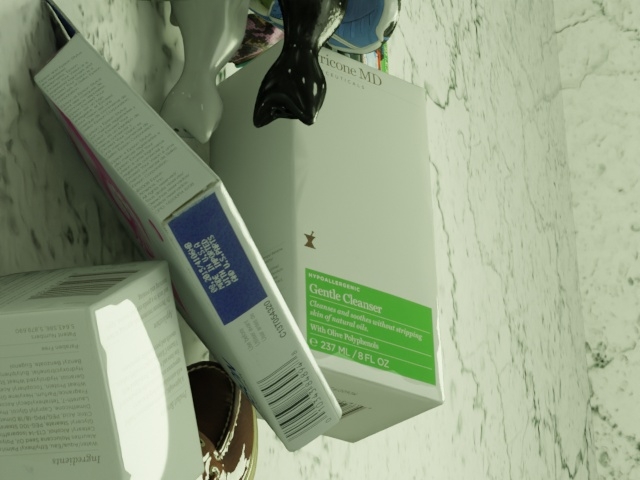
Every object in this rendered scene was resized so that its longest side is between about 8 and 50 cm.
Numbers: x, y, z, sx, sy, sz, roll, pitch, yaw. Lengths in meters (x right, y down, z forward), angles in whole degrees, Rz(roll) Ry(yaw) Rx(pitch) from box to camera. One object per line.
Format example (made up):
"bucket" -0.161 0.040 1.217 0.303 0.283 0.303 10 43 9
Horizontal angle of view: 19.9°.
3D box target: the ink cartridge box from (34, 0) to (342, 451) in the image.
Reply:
"ink cartridge box" -0.132 -0.013 1.595 0.330 0.071 0.324 45 -13 43

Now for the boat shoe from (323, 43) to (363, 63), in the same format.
"boat shoe" 0.017 -0.310 2.176 0.121 0.119 0.335 42 46 -63

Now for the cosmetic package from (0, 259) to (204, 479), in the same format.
"cosmetic package" -0.197 0.124 1.419 0.151 0.151 0.183 -34 117 -68

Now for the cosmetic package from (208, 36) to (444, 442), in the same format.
"cosmetic package" 0.000 0.000 1.860 0.197 0.155 0.365 17 59 -35

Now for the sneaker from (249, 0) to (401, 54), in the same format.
"sneaker" -0.004 -0.238 1.864 0.081 0.211 0.080 12 89 -44

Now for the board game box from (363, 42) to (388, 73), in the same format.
"board game box" 0.040 -0.245 2.350 0.211 0.039 0.160 7 79 -69

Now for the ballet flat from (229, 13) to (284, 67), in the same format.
"ballet flat" -0.023 -0.256 2.013 0.221 0.077 0.079 -24 102 -34

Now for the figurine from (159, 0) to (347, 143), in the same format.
"figurine" -0.071 -0.192 1.772 0.092 0.215 0.209 30 61 -45

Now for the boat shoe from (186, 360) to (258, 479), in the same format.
"boat shoe" -0.142 0.203 1.589 0.342 0.123 0.123 -59 154 -49
